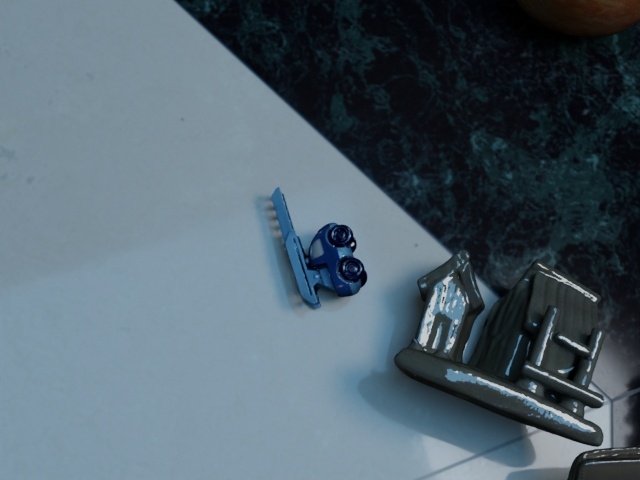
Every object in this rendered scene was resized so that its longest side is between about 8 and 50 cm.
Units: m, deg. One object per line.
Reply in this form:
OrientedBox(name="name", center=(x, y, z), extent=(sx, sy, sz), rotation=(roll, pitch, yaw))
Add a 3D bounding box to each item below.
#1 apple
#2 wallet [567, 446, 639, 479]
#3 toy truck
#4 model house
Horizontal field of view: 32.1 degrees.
OrientedBox(name="apple", center=(0.321, -0.332, 1.302), extent=(0.174, 0.188, 0.188), rotation=(17, 70, -12))
OrientedBox(name="wallet", center=(0.297, 0.281, 1.141), extent=(0.118, 0.039, 0.152), rotation=(1, 116, -13))
OrientedBox(name="toy truck", center=(0.000, 0.000, 1.196), extent=(0.074, 0.063, 0.136), rotation=(-18, 73, 3))
OrientedBox(name="model house", center=(0.201, 0.103, 1.172), extent=(0.229, 0.122, 0.188), rotation=(23, 67, -2))
